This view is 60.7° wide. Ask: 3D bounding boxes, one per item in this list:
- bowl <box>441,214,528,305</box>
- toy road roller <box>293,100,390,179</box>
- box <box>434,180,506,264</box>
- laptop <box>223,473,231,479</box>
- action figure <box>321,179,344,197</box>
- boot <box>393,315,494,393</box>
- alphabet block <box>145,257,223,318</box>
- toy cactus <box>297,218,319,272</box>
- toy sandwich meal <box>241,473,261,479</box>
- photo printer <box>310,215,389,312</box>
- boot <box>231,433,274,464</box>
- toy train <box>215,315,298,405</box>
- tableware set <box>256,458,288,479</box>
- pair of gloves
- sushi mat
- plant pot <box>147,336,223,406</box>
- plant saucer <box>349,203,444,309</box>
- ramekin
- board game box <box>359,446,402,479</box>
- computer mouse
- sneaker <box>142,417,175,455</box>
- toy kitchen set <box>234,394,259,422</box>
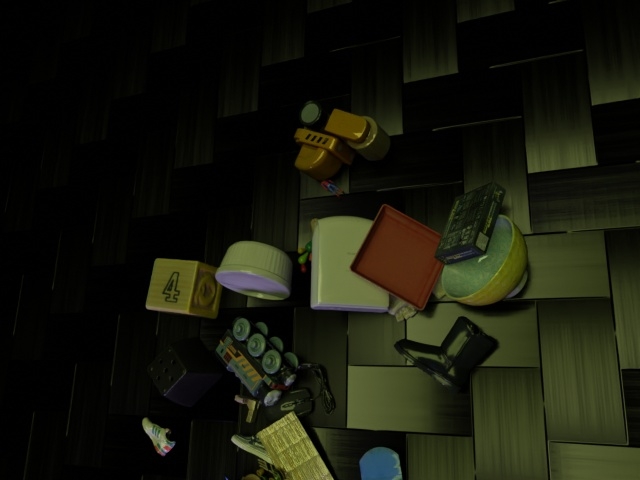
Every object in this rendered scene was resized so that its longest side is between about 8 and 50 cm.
[{"bbox_3d":[0.512,0.085,1.612,0.156,0.289,0.289,34,91,-16],"label":"bowl"},{"bbox_3d":[0.055,-0.322,1.917,0.329,0.202,0.241,22,89,32],"label":"toy road roller"},{"bbox_3d":[0.452,-0.049,1.657,0.183,0.059,0.233,-26,35,61],"label":"box"},{"bbox_3d":[-0.267,0.923,1.752,0.234,0.136,0.264,35,94,28],"label":"laptop"},{"bbox_3d":[0.035,-0.197,1.988,0.115,0.030,0.038,39,98,29],"label":"action figure"},{"bbox_3d":[0.376,0.312,1.661,0.246,0.094,0.207,33,94,20],"label":"boot"},{"bbox_3d":[-0.498,0.180,2.030,0.197,0.192,0.193,3,79,23],"label":"alphabet block"},{"bbox_3d":[0.000,0.000,1.918,0.219,0.112,0.180,-36,55,20],"label":"toy cactus"},{"bbox_3d":[-0.224,0.816,1.824,0.085,0.029,0.086,0,90,21],"label":"toy sandwich meal"},{"bbox_3d":[0.097,0.071,1.758,0.256,0.107,0.308,5,73,-11],"label":"photo printer"},{"bbox_3d":[-0.203,0.675,1.840,0.190,0.069,0.086,20,80,18],"label":"boot"},{"bbox_3d":[-0.219,0.407,1.867,0.334,0.142,0.190,39,99,35],"label":"toy train"},{"bbox_3d":[-0.154,0.773,1.766,0.154,0.024,0.104,2,111,45],"label":"tableware set"},{"bbox_3d":[0.289,0.132,1.780,0.240,0.042,0.204,-34,65,13],"label":"pair of gloves"},{"bbox_3d":[-0.067,0.723,1.753,0.151,0.019,0.316,-35,75,4],"label":"sushi mat"},{"bbox_3d":[-0.505,0.470,1.967,0.188,0.167,0.187,-46,63,7],"label":"plant pot"},{"bbox_3d":[0.250,0.054,1.710,0.258,0.048,0.259,29,68,1],"label":"plant saucer"},{"bbox_3d":[-0.220,0.102,1.896,0.272,0.273,0.127,2,65,24],"label":"ramekin"},{"bbox_3d":[0.192,0.721,1.670,0.133,0.033,0.169,-18,64,24],"label":"board game box"},{"bbox_3d":[-0.091,0.510,1.833,0.262,0.060,0.184,-17,71,19],"label":"computer mouse"},{"bbox_3d":[-0.590,0.706,2.010,0.075,0.057,0.161,-38,62,-8],"label":"sneaker"},{"bbox_3d":[-0.267,0.579,1.887,0.083,0.068,0.075,10,80,26],"label":"toy kitchen set"}]
